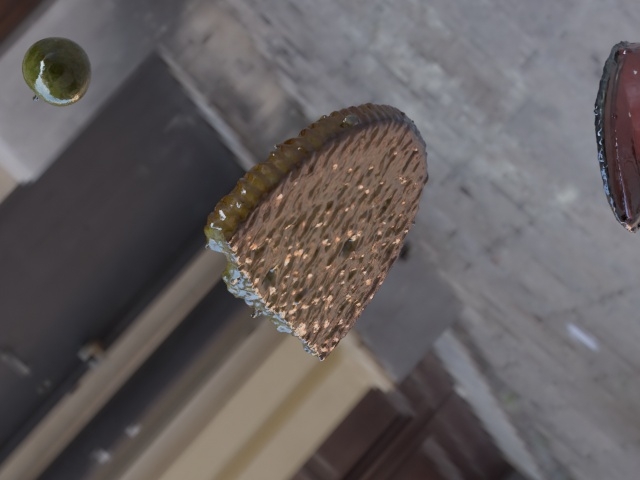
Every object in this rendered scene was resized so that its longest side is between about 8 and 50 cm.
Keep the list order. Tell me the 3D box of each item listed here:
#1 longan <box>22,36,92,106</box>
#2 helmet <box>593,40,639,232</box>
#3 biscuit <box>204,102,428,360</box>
[{"bbox_3d":[-0.277,-0.172,1.616,0.075,0.083,0.075,25,-144,-20],"label":"longan"},{"bbox_3d":[0.123,-0.037,0.527,0.084,0.049,0.065,-49,-49,-67],"label":"helmet"},{"bbox_3d":[0.006,-0.011,0.779,0.025,0.126,0.206,38,173,22],"label":"biscuit"}]
